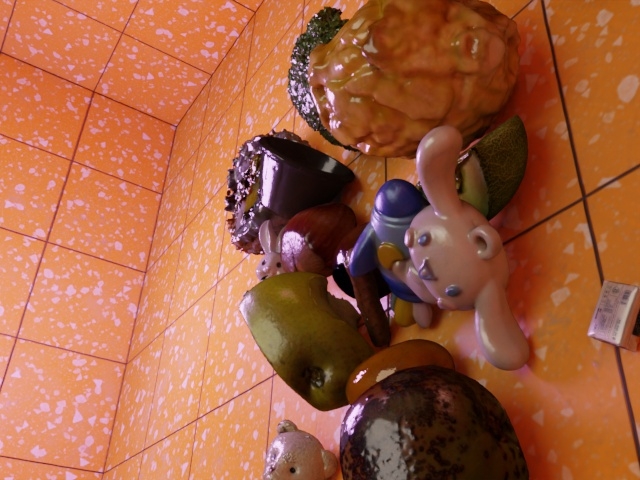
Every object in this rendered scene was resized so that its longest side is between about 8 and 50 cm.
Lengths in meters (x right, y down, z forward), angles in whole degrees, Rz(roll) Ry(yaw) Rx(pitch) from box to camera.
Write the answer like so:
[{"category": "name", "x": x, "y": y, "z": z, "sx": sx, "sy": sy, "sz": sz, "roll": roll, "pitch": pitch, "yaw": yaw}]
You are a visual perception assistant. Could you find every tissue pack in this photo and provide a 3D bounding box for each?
[{"category": "tissue pack", "x": 0.403, "y": 0.101, "z": 0.879, "sx": 0.062, "sy": 0.042, "sz": 0.083, "roll": 13, "pitch": 83, "yaw": 62}]

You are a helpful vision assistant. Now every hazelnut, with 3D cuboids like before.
[{"category": "hazelnut", "x": 0.002, "y": 0.002, "z": 1.596, "sx": 0.212, "sy": 0.180, "sz": 0.181, "roll": -25, "pitch": 78, "yaw": 56}]

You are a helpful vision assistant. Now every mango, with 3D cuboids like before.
[{"category": "mango", "x": 0.132, "y": 0.248, "z": 1.149, "sx": 0.221, "sy": 0.151, "sz": 0.120, "roll": -26, "pitch": 75, "yaw": 27}]

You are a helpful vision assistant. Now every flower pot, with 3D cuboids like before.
[{"category": "flower pot", "x": -0.061, "y": -0.151, "z": 1.710, "sx": 0.166, "sy": 0.269, "sz": 0.269, "roll": -66, "pitch": 26, "yaw": 19}]

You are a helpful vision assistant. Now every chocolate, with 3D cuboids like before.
[{"category": "chocolate", "x": 0.110, "y": 0.040, "z": 1.379, "sx": 0.177, "sy": 0.176, "sz": 0.177, "roll": -42, "pitch": 37, "yaw": 43}]

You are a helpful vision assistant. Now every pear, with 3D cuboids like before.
[{"category": "pear", "x": 0.000, "y": 0.209, "z": 1.341, "sx": 0.176, "sy": 0.286, "sz": 0.282, "roll": -43, "pitch": 31, "yaw": 8}]

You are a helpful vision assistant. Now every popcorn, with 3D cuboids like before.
[{"category": "popcorn", "x": 0.183, "y": -0.305, "z": 1.229, "sx": 0.390, "sy": 0.354, "sz": 0.344, "roll": -39, "pitch": 28, "yaw": 13}]

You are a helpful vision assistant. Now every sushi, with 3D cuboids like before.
[{"category": "sushi", "x": -0.163, "y": -0.142, "z": 1.981, "sx": 0.417, "sy": 0.175, "sz": 0.418, "roll": -38, "pitch": 41, "yaw": 44}]

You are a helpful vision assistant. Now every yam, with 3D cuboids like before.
[{"category": "yam", "x": 0.093, "y": 0.115, "z": 1.288, "sx": 0.056, "sy": 0.241, "sz": 0.057, "roll": -13, "pitch": 36, "yaw": 9}]

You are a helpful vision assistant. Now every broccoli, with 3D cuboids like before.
[{"category": "broccoli", "x": 0.077, "y": -0.388, "z": 1.590, "sx": 0.413, "sy": 0.321, "sz": 0.310, "roll": 119, "pitch": 167, "yaw": -55}]

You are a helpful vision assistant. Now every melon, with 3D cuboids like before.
[{"category": "melon", "x": 0.298, "y": -0.118, "z": 1.155, "sx": 0.169, "sy": 0.129, "sz": 0.265, "roll": -37, "pitch": -1, "yaw": -14}]

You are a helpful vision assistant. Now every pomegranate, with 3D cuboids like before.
[{"category": "pomegranate", "x": 0.127, "y": 0.344, "z": 0.963, "sx": 0.340, "sy": 0.285, "sz": 0.285, "roll": -44, "pitch": 35, "yaw": 33}]

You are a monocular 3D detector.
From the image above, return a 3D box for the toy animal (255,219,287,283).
[{"category": "toy animal", "x": -0.121, "y": 0.053, "z": 1.762, "sx": 0.131, "sy": 0.103, "sz": 0.221, "roll": -5, "pitch": -88, "yaw": -75}]

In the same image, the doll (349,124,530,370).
[{"category": "doll", "x": 0.177, "y": 0.025, "z": 1.119, "sx": 0.365, "sy": 0.187, "sz": 0.376, "roll": 169, "pitch": 99, "yaw": -66}]

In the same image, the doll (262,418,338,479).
[{"category": "doll", "x": -0.081, "y": 0.539, "z": 1.396, "sx": 0.175, "sy": 0.149, "sz": 0.278, "roll": 28, "pitch": 112, "yaw": 31}]

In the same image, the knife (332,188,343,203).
[{"category": "knife", "x": 0.006, "y": -0.030, "z": 1.747, "sx": 0.260, "sy": 0.034, "sz": 0.063, "roll": -64, "pitch": 25, "yaw": 6}]
